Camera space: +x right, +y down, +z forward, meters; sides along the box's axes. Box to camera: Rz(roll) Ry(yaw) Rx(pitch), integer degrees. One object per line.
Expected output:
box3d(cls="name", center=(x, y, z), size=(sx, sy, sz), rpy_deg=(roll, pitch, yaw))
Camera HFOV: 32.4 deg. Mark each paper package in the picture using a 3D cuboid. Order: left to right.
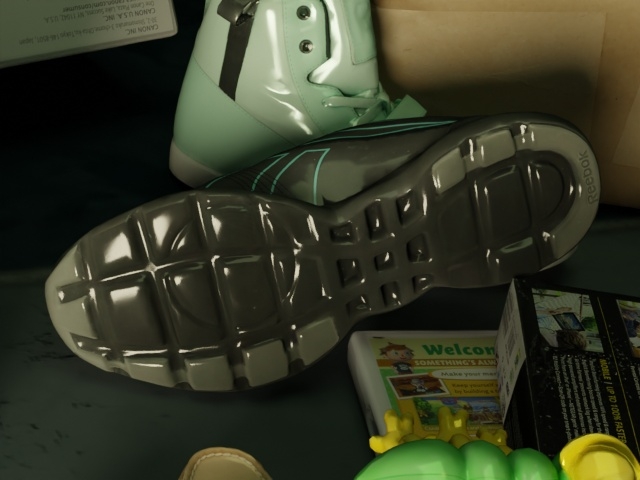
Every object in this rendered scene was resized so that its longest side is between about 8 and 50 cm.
box3d(cls="paper package", center=(0.182, -0.168, 0.807), size=(0.324, 0.168, 0.309), rpy_deg=(8, 31, 0))

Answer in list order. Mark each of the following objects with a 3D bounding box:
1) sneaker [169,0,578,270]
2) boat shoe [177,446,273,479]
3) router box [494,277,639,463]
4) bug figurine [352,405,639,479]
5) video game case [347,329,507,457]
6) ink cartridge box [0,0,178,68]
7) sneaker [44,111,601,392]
box3d(cls="sneaker", center=(0.036, -0.075, 0.632), size=(0.255, 0.151, 0.094), rpy_deg=(17, 31, 11))
box3d(cls="boat shoe", center=(-0.019, 0.125, 0.380), size=(0.063, 0.059, 0.170), rpy_deg=(-2, 33, -17))
box3d(cls="router box", center=(0.145, 0.090, 0.446), size=(0.133, 0.046, 0.179), rpy_deg=(8, 32, 0))
box3d(cls="bug figurine", center=(0.116, 0.132, 0.303), size=(0.216, 0.072, 0.279), rpy_deg=(3, 54, -5))
box3d(cls="video game case", center=(0.132, 0.105, 0.488), size=(0.212, 0.023, 0.193), rpy_deg=(1, 33, -12))
box3d(cls="ink cartridge box", center=(-0.288, -0.134, 0.728), size=(0.296, 0.066, 0.261), rpy_deg=(-20, 16, -39))
box3d(cls="sneaker", center=(0.000, 0.000, 0.546), size=(0.267, 0.101, 0.106), rpy_deg=(-14, 18, -7))
